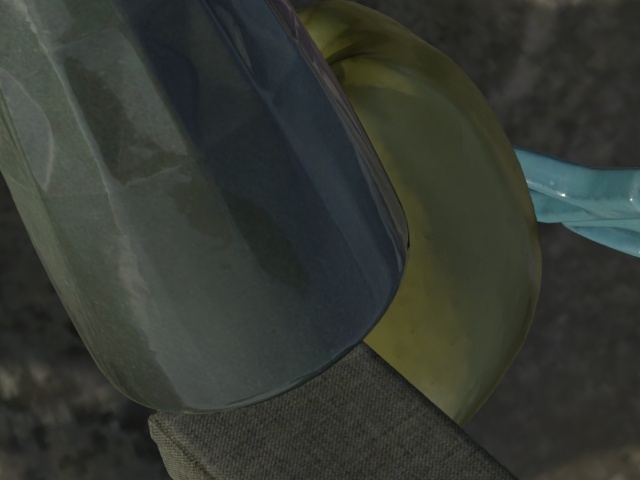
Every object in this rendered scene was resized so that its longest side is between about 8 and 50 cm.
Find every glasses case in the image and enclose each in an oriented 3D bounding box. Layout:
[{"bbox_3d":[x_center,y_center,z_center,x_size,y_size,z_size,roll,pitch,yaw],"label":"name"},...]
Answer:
[{"bbox_3d":[0.039,0.105,0.589,0.071,0.205,0.047,-37,146,-19],"label":"glasses case"}]

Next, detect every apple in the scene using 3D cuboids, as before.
[{"bbox_3d":[0.000,0.000,0.832,0.200,0.200,0.200,-12,127,-16],"label":"apple"}]

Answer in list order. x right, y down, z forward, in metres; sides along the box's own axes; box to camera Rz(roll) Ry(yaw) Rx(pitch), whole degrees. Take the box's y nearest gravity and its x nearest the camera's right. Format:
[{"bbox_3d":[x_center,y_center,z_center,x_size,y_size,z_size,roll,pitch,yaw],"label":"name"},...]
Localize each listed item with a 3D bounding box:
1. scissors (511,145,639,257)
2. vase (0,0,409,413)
[{"bbox_3d":[0.233,-0.023,1.203,0.192,0.447,0.029,22,83,-17],"label":"scissors"},{"bbox_3d":[-0.054,-0.062,0.439,0.086,0.086,0.214,-28,126,-3],"label":"vase"}]
